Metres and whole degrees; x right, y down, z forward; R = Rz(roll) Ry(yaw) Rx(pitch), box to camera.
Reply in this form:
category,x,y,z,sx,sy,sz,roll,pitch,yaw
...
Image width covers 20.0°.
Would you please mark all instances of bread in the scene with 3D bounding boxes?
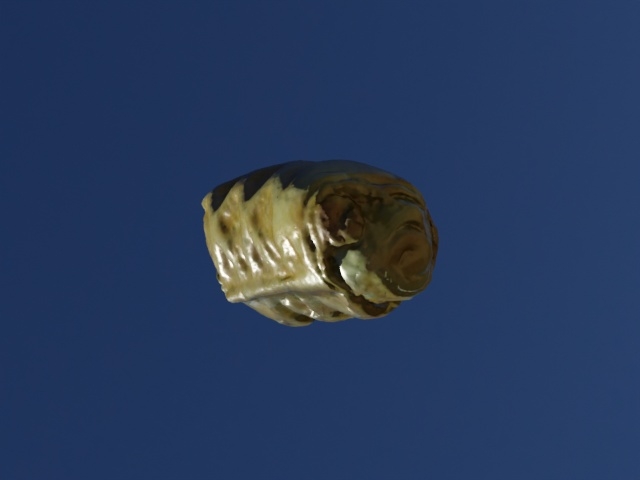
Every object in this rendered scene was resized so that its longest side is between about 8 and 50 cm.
category,x,y,z,sx,sy,sz,roll,pitch,yaw
bread,0.000,0.000,1.543,0.152,0.268,0.130,35,-108,-18
